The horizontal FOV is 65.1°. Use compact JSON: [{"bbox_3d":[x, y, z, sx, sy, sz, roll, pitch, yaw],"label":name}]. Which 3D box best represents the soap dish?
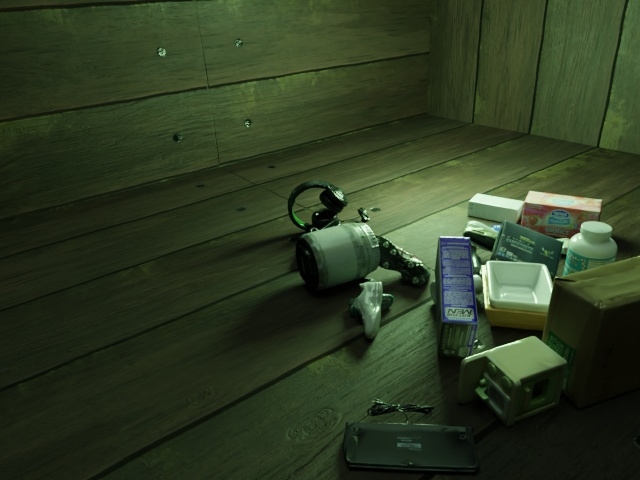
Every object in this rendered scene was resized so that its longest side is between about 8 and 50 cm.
[{"bbox_3d":[0.664,0.184,1.685,0.229,0.118,0.291,4,27,14],"label":"soap dish"}]

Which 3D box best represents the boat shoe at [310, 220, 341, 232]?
[{"bbox_3d":[0.004,0.001,2.148,0.113,0.104,0.306,16,32,34],"label":"boat shoe"}]

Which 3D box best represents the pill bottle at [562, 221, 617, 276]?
[{"bbox_3d":[0.920,0.072,1.714,0.146,0.264,0.146,-3,26,1],"label":"pill bottle"}]

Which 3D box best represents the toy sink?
[{"bbox_3d":[0.493,0.370,1.293,0.234,0.152,0.131,-11,28,-18],"label":"toy sink"}]

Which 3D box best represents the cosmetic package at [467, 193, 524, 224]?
[{"bbox_3d":[0.832,-0.151,2.381,0.231,0.085,0.117,17,33,32],"label":"cosmetic package"}]

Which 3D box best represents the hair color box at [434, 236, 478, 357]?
[{"bbox_3d":[0.416,0.170,1.560,0.110,0.185,0.338,3,47,10],"label":"hair color box"}]

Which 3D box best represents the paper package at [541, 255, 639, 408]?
[{"bbox_3d":[0.765,0.237,1.333,0.310,0.324,0.168,-11,28,-16],"label":"paper package"}]

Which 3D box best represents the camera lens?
[{"bbox_3d":[0.057,0.058,1.899,0.274,0.219,0.219,-15,29,-22],"label":"camera lens"}]

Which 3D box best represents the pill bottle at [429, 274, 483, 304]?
[{"bbox_3d":[0.480,0.170,1.761,0.170,0.094,0.094,-11,27,-15],"label":"pill bottle"}]

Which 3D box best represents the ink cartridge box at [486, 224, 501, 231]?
[{"bbox_3d":[0.744,-0.027,2.181,0.207,0.046,0.097,-2,27,2],"label":"ink cartridge box"}]

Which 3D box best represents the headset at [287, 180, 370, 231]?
[{"bbox_3d":[0.041,-0.152,2.327,0.394,0.243,0.185,14,29,-14],"label":"headset"}]

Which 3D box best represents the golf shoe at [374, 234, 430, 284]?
[{"bbox_3d":[0.302,0.075,1.937,0.273,0.105,0.120,37,20,20],"label":"golf shoe"}]

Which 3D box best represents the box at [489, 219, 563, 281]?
[{"bbox_3d":[0.772,0.043,1.880,0.233,0.059,0.183,23,56,11],"label":"box"}]

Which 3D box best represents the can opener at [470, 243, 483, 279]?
[{"bbox_3d":[0.591,0.078,1.984,0.093,0.074,0.280,-33,17,19],"label":"can opener"}]

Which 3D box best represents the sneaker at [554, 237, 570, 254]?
[{"bbox_3d":[0.968,0.029,2.026,0.161,0.057,0.075,-8,21,-15],"label":"sneaker"}]

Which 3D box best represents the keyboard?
[{"bbox_3d":[0.217,0.481,1.241,0.317,0.033,0.201,1,33,6],"label":"keyboard"}]

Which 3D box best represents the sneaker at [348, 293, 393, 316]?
[{"bbox_3d":[0.173,0.212,1.756,0.167,0.064,0.076,-9,23,-15],"label":"sneaker"}]

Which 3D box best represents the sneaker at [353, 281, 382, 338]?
[{"bbox_3d":[0.151,0.230,1.658,0.094,0.080,0.212,2,48,13],"label":"sneaker"}]

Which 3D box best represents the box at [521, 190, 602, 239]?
[{"bbox_3d":[1.048,-0.108,2.187,0.300,0.154,0.142,12,30,27],"label":"box"}]

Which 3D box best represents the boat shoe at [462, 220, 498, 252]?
[{"bbox_3d":[0.706,0.020,1.991,0.302,0.109,0.094,23,38,19],"label":"boat shoe"}]
